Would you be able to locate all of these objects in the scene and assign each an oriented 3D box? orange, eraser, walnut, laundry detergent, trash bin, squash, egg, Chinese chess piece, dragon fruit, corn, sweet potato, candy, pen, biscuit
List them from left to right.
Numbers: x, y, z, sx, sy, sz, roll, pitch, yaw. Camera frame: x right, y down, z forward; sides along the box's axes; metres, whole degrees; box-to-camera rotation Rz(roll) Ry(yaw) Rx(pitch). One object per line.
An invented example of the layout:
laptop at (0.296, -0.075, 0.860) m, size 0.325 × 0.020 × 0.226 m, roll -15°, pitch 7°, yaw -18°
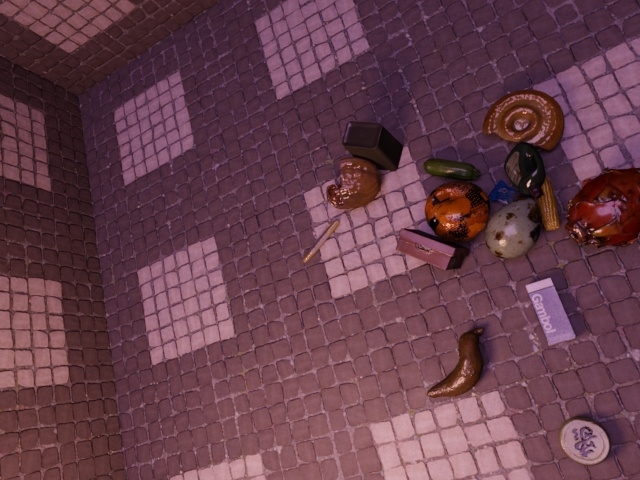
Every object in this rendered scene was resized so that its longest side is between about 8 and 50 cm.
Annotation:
pen at (0.000, 0.000, 2.066) m, size 0.233 × 0.032 × 0.040 m, roll -49°, pitch 40°, yaw 9°
walnut at (0.139, -0.207, 1.952) m, size 0.141 × 0.204 × 0.238 m, roll -82°, pitch 13°, yaw -47°
trash bin at (0.208, -0.374, 1.927) m, size 0.164 × 0.241 × 0.122 m, roll 12°, pitch 85°, yaw 27°
squash at (0.497, -0.272, 1.859) m, size 0.219 × 0.077 × 0.068 m, roll 15°, pitch 83°, yaw 25°
orange at (0.495, -0.105, 1.757) m, size 0.235 × 0.182 × 0.234 m, roll -19°, pitch 45°, yaw 20°
sweet potato at (0.498, 0.443, 1.694) m, size 0.124 × 0.098 × 0.309 m, roll 33°, pitch 96°, yaw 49°
candy at (0.687, -0.153, 1.765) m, size 0.136 × 0.038 × 0.088 m, roll 37°, pitch 83°, yaw 20°
egg at (0.668, -0.044, 1.674) m, size 0.169 × 0.169 × 0.231 m, roll 32°, pitch 90°, yaw 28°
biscuit at (0.743, -0.446, 1.769) m, size 0.275 × 0.091 × 0.213 m, roll 17°, pitch 89°, yaw 30°
laundry detergent at (0.717, -0.232, 1.677) m, size 0.221 × 0.078 × 0.144 m, roll -97°, pitch 20°, yaw -47°
corn at (0.785, -0.133, 1.694) m, size 0.068 × 0.067 × 0.206 m, roll -15°, pitch 73°, yaw 22°
eraser at (0.771, 0.239, 1.632) m, size 0.092 × 0.046 × 0.212 m, roll -22°, pitch 70°, yaw 20°
Chinese chess piece at (0.823, 0.624, 1.517) m, size 0.144 × 0.058 × 0.143 m, roll -6°, pitch 76°, yaw 25°
dragon fruit at (0.926, -0.097, 1.534) m, size 0.250 × 0.250 × 0.314 m, roll 31°, pitch 80°, yaw 28°

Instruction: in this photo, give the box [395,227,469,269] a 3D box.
box at (0.407, 0.032, 1.761) m, size 0.215 × 0.215 × 0.086 m, roll 23°, pitch 101°, yaw 28°
